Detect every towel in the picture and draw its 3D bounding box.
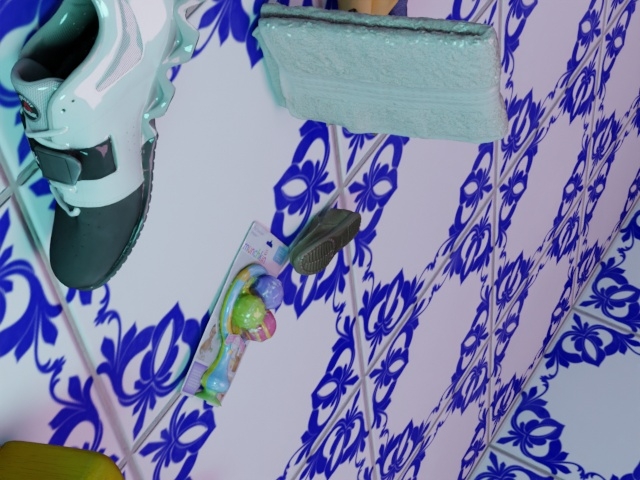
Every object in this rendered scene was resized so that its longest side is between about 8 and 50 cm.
[{"bbox_3d":[0.070,-0.189,1.394,0.187,0.282,0.049,69,33,-58],"label":"towel"}]

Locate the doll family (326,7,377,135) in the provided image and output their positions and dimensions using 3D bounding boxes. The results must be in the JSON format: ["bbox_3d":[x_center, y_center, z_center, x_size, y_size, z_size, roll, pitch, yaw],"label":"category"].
[{"bbox_3d":[0.051,-0.204,1.516,0.193,0.111,0.076,69,19,-61],"label":"doll family"}]

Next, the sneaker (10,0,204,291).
[{"bbox_3d":[-0.220,-0.106,1.086,0.146,0.122,0.330,-3,118,-43],"label":"sneaker"}]

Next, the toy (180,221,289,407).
[{"bbox_3d":[-0.093,0.108,1.593,0.237,0.056,0.137,-64,158,-7],"label":"toy"}]

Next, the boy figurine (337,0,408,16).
[{"bbox_3d":[0.085,-0.334,1.524,0.177,0.092,0.285,-50,155,-28],"label":"boy figurine"}]

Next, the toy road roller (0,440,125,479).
[{"bbox_3d":[-0.274,0.354,1.228,0.240,0.202,0.329,-66,147,-35],"label":"toy road roller"}]

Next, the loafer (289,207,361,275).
[{"bbox_3d":[0.000,0.000,1.697,0.148,0.050,0.056,-35,139,-45],"label":"loafer"}]
